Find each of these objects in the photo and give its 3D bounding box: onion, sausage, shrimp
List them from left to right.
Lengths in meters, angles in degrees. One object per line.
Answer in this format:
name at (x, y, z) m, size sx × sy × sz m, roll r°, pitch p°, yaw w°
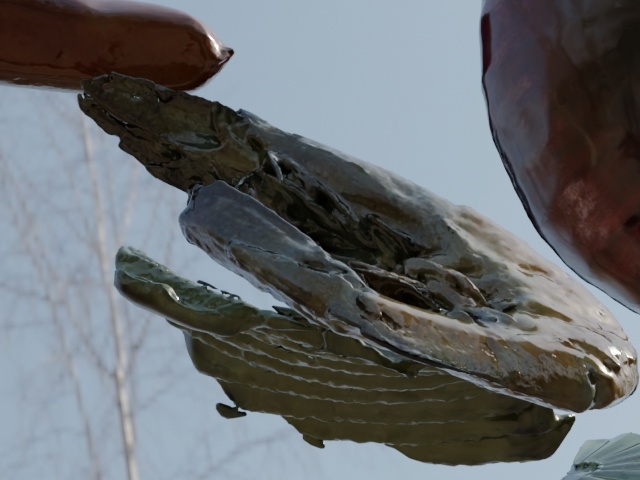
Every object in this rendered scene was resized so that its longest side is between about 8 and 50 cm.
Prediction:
sausage at (-0.212, -0.151, 1.432) m, size 0.300 × 0.083 × 0.089 m, roll 9°, pitch -2°, yaw -13°
shrimp at (0.000, 0.000, 1.270) m, size 0.272 × 0.445 × 0.085 m, roll -12°, pitch -52°, yaw -62°
onion at (0.211, -0.089, 0.852) m, size 0.273 × 0.273 × 0.285 m, roll -3°, pitch -13°, yaw -12°

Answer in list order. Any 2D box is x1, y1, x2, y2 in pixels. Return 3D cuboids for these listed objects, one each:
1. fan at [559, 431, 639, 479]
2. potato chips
fan at (0.283, 0.204, 1.792) m, size 0.131 × 0.009 × 0.240 m, roll -13°, pitch 6°, yaw 1°
potato chips at (0.017, 0.092, 1.567) m, size 0.389 × 0.097 × 0.373 m, roll 14°, pitch -17°, yaw 8°
